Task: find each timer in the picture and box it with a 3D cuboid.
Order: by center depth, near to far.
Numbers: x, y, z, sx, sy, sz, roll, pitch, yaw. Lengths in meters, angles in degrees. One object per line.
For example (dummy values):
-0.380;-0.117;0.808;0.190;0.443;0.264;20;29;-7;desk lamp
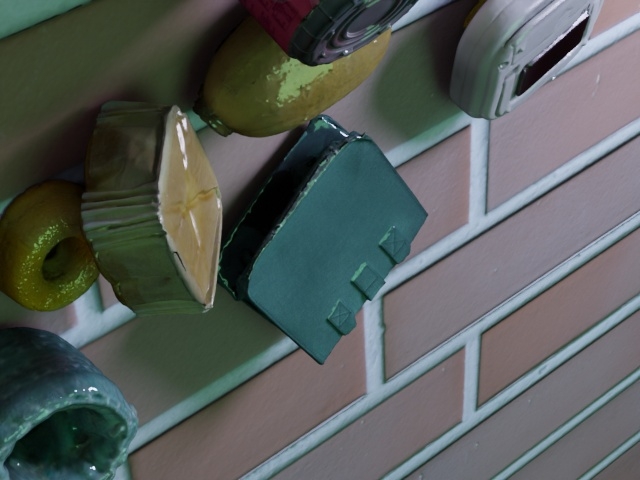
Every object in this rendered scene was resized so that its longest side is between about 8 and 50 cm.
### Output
0.287;-0.283;1.819;0.262;0.087;0.237;-41;160;-18;timer

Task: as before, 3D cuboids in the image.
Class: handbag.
-0.004;-0.003;1.773;0.269;0.100;0.274;-55;144;-4;handbag

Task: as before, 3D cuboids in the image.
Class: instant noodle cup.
0.004;-0.297;1.387;0.302;0.182;0.258;-39;171;22;instant noodle cup

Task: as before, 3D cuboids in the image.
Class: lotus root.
-0.015;-0.223;1.552;0.303;0.131;0.146;-42;143;-16;lotus root

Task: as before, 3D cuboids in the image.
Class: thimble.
-0.324;0.208;1.550;0.235;0.143;0.198;-11;126;-45;thimble

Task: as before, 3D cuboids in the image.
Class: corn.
0.229;-0.314;1.824;0.092;0.037;0.037;-50;143;-6;corn

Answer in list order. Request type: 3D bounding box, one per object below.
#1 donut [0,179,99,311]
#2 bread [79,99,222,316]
-0.295;0.011;1.499;0.152;0.058;0.152;-28;139;-29;donut
-0.185;-0.034;1.467;0.109;0.210;0.192;-9;140;11;bread
